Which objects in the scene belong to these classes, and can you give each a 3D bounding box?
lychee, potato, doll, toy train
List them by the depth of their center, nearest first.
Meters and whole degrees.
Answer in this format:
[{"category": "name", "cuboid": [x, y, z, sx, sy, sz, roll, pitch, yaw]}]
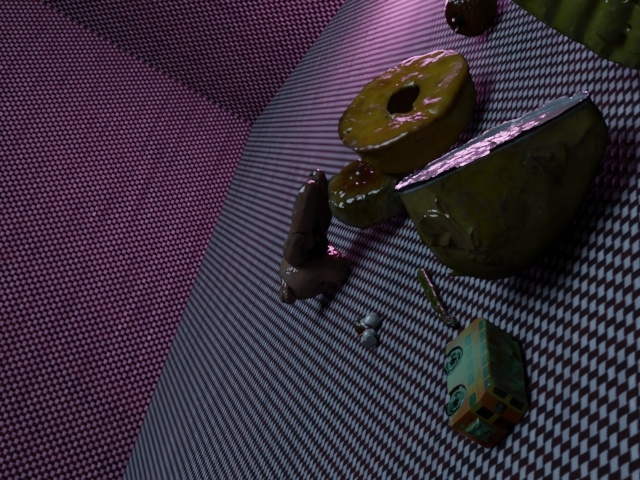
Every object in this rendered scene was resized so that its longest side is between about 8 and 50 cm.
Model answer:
[{"category": "toy train", "cuboid": [0.216, 0.182, 1.378, 0.099, 0.072, 0.188, -52, 17, 31]}, {"category": "potato", "cuboid": [0.278, -0.063, 1.453, 0.299, 0.196, 0.246, -28, 8, 11]}, {"category": "doll", "cuboid": [0.086, 0.169, 1.914, 0.058, 0.040, 0.085, -36, 26, 36]}, {"category": "lychee", "cuboid": [0.323, -0.497, 2.226, 0.146, 0.114, 0.114, -52, 9, -30]}, {"category": "doll", "cuboid": [0.000, 0.000, 2.236, 0.201, 0.156, 0.303, -47, -25, -47]}]

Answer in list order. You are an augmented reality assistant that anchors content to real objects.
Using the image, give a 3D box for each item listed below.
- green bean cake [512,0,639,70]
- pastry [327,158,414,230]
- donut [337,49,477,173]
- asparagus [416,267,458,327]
[{"category": "green bean cake", "cuboid": [0.445, -0.417, 1.460, 0.310, 0.285, 0.202, -43, -23, -35]}, {"category": "pastry", "cuboid": [0.110, -0.104, 2.148, 0.192, 0.093, 0.182, -23, 31, 16]}, {"category": "donut", "cuboid": [0.184, -0.251, 2.079, 0.303, 0.110, 0.303, -26, 32, 18]}, {"category": "asparagus", "cuboid": [0.192, 0.097, 1.721, 0.024, 0.025, 0.248, -16, 19, 0]}]
